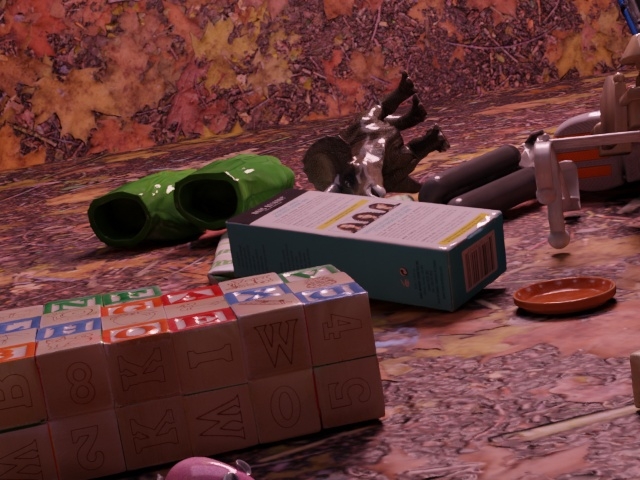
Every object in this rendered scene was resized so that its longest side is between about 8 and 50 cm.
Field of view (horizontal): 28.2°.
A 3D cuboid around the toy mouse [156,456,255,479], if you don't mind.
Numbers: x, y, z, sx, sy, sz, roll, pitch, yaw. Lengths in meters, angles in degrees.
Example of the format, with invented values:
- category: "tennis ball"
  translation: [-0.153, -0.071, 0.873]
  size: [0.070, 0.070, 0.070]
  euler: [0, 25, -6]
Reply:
- category: "toy mouse"
  translation: [-0.058, 0.142, 0.678]
  size: [0.143, 0.031, 0.161]
  euler: [-9, 10, -2]

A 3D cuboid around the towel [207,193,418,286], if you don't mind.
- category: "towel"
  translation: [0.000, 0.000, 1.416]
  size: [0.248, 0.038, 0.325]
  euler: [-9, 10, 1]

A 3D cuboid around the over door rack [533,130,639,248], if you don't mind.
- category: "over door rack"
  translation: [0.346, -0.051, 1.260]
  size: [0.240, 0.108, 0.324]
  euler: [-4, -3, 15]

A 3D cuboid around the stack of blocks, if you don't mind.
- category: "stack of blocks"
  translation: [-0.121, 0.089, 0.873]
  size: [0.297, 0.087, 0.171]
  euler: [-10, 10, -9]

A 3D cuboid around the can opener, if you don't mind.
- category: "can opener"
  translation: [0.217, -0.061, 1.533]
  size: [0.283, 0.076, 0.095]
  euler: [-23, -28, -42]

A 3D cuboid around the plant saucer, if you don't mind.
- category: "plant saucer"
  translation: [0.200, 0.046, 1.047]
  size: [0.084, 0.013, 0.083]
  euler: [-9, 9, 1]

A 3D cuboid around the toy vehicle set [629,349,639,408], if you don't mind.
- category: "toy vehicle set"
  translation: [0.328, 0.075, 0.708]
  size: [0.166, 0.035, 0.267]
  euler: [-15, 12, -32]

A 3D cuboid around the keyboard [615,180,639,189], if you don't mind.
- category: "keyboard"
  translation: [0.417, -0.094, 1.624]
  size: [0.180, 0.023, 0.108]
  euler: [-12, 10, -22]

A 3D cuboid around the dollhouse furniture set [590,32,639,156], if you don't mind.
- category: "dollhouse furniture set"
  translation: [0.434, -0.198, 1.261]
  size: [0.303, 0.173, 0.355]
  euler: [-4, -3, 5]

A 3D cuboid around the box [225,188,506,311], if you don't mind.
- category: "box"
  translation: [0.039, 0.005, 1.173]
  size: [0.244, 0.060, 0.100]
  euler: [8, 25, 36]

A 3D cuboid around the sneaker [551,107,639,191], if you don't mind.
- category: "sneaker"
  translation: [0.440, -0.139, 1.502]
  size: [0.321, 0.124, 0.180]
  euler: [1, 19, 26]

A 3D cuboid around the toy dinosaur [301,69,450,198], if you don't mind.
- category: "toy dinosaur"
  translation: [0.056, -0.093, 1.417]
  size: [0.160, 0.121, 0.313]
  euler: [-30, -1, 3]

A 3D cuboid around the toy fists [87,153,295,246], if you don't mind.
- category: "toy fists"
  translation: [-0.161, -0.051, 1.660]
  size: [0.279, 0.096, 0.142]
  euler: [-11, 13, 34]

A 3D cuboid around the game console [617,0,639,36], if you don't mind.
- category: "game console"
  translation: [0.553, -0.275, 1.783]
  size: [0.173, 0.250, 0.293]
  euler: [-27, -29, 21]
